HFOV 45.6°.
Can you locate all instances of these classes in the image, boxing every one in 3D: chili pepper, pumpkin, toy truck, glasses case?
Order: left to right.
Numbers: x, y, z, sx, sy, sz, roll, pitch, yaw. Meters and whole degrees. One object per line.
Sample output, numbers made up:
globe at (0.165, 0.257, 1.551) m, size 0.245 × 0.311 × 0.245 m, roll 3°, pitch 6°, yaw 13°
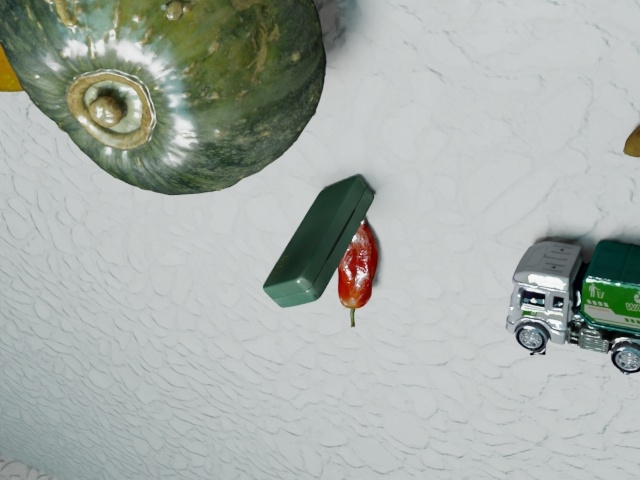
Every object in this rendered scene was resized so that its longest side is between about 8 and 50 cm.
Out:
pumpkin at (-0.153, -0.215, 0.752) m, size 0.291 × 0.258 × 0.328 m, roll -4°, pitch 134°, yaw 22°
glasses case at (0.000, 0.000, 0.948) m, size 0.077 × 0.184 × 0.039 m, roll -17°, pitch 124°, yaw 46°
chili pepper at (0.050, 0.044, 1.076) m, size 0.059 × 0.050 × 0.191 m, roll 20°, pitch 130°, yaw 21°
toy truck at (0.342, 0.073, 0.853) m, size 0.253 × 0.114 × 0.124 m, roll 11°, pitch 125°, yaw 26°

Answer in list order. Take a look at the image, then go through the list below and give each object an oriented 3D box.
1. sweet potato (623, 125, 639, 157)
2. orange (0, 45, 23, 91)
sweet potato at (0.356, -0.104, 0.683) m, size 0.054 × 0.053 × 0.182 m, roll 41°, pitch 143°, yaw -20°
orange at (-0.420, -0.296, 0.914) m, size 0.334 × 0.196 × 0.263 m, roll 14°, pitch 151°, yaw 23°
